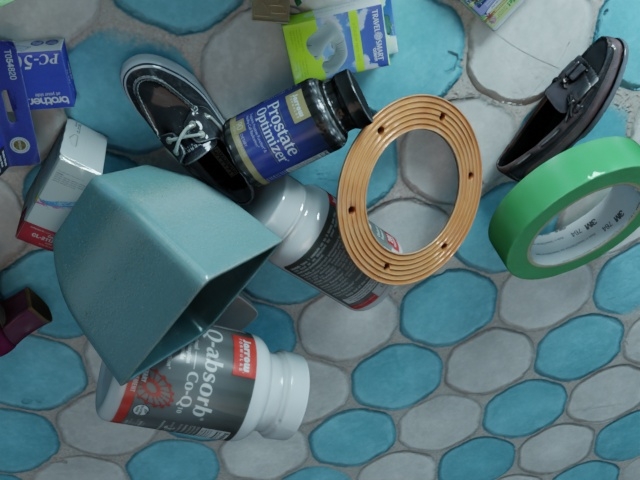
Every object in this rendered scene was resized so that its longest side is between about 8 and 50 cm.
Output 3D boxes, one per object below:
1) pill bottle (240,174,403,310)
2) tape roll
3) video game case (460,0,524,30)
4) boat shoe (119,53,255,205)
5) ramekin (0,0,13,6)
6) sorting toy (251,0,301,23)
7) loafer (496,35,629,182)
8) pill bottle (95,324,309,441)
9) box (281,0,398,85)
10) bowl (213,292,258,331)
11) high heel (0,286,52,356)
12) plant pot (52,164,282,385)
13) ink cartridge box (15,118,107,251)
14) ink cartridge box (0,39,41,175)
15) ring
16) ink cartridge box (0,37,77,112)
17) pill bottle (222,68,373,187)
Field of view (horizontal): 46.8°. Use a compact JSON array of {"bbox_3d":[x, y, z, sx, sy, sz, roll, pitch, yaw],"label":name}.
[{"bbox_3d":[0.000,0.000,1.334,0.283,0.161,0.161,33,115,-31],"label":"pill bottle"},{"bbox_3d":[0.475,-0.052,1.379,0.321,0.077,0.321,-17,146,-12],"label":"tape roll"},{"bbox_3d":[0.278,-0.455,1.120,0.193,0.023,0.212,31,116,-30],"label":"video game case"},{"bbox_3d":[-0.207,-0.168,1.196,0.108,0.102,0.301,-30,128,12],"label":"boat shoe"},{"bbox_3d":[-0.434,-0.363,0.881,0.303,0.303,0.148,-19,122,4],"label":"ramekin"},{"bbox_3d":[-0.062,-0.357,1.117,0.083,0.012,0.062,1,88,-12],"label":"sorting toy"},{"bbox_3d":[0.414,-0.220,1.284,0.095,0.109,0.302,14,127,-16],"label":"loafer"},{"bbox_3d":[-0.219,0.262,1.398,0.363,0.210,0.210,15,123,-22],"label":"pill bottle"},{"bbox_3d":[0.034,-0.316,1.168,0.178,0.042,0.109,-13,129,0],"label":"box"},{"bbox_3d":[-0.214,0.134,1.465,0.142,0.053,0.142,-38,126,18],"label":"bowl"},{"bbox_3d":[-0.650,0.086,1.286,0.181,0.127,0.377,-31,131,0],"label":"high heel"},{"bbox_3d":[-0.263,0.021,1.159,0.252,0.248,0.247,45,116,7],"label":"plant pot"},{"bbox_3d":[-0.418,-0.089,1.200,0.072,0.127,0.175,25,119,-27],"label":"ink cartridge box"},{"bbox_3d":[-0.549,-0.186,1.091,0.224,0.045,0.223,-4,130,-9],"label":"ink cartridge box"},{"bbox_3d":[0.157,-0.086,1.288,0.336,0.032,0.336,-11,109,-34],"label":"ring"},{"bbox_3d":[-0.485,-0.246,1.116,0.207,0.046,0.097,-5,130,-7],"label":"ink cartridge box"},{"bbox_3d":[-0.034,-0.181,1.173,0.219,0.123,0.123,-25,128,14],"label":"pill bottle"}]
